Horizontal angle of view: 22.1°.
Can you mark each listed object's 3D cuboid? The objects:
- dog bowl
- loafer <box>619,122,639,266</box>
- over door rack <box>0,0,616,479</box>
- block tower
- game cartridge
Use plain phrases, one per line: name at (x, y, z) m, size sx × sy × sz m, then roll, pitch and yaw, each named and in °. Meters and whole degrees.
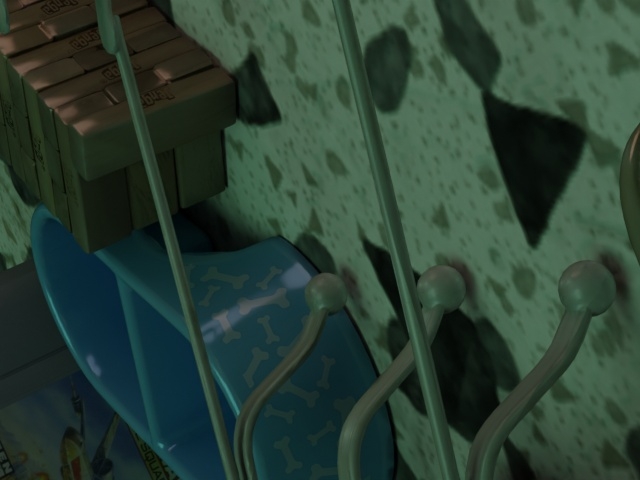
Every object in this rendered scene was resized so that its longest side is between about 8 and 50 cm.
dog bowl at (-0.074, 0.056, 0.928) m, size 0.297 × 0.074 × 0.166 m, roll 36°, pitch 143°, yaw 46°
loafer at (0.186, 0.031, 0.371) m, size 0.268 × 0.102 × 0.092 m, roll 40°, pitch 146°, yaw 25°
over door rack at (0.000, 0.000, 0.681) m, size 0.239 × 0.108 × 0.324 m, roll -6°, pitch 110°, yaw 63°
block tower at (-0.173, -0.126, 0.936) m, size 0.335 × 0.091 × 0.097 m, roll 45°, pitch 149°, yaw 38°
game cartridge at (-0.167, 0.164, 1.062) m, size 0.297 × 0.198 × 0.062 m, roll 66°, pitch 156°, yaw -4°
